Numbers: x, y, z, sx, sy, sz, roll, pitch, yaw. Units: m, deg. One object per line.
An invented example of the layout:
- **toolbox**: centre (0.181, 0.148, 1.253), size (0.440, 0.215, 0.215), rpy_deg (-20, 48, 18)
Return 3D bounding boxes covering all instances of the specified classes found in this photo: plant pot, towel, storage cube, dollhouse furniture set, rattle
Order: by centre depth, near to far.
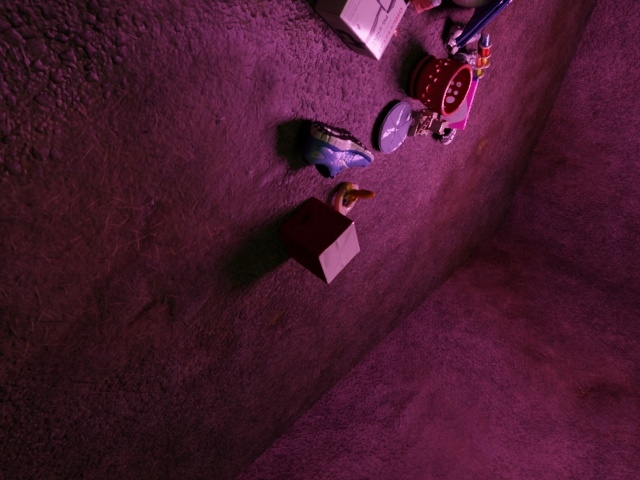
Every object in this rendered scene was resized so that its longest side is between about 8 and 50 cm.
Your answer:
- **towel**: centre (0.601, -0.833, 1.476), size (0.243, 0.040, 0.336), rpy_deg (-33, -159, 54)
- **storage cube**: centre (0.000, 0.000, 1.482), size (0.183, 0.193, 0.215), rpy_deg (-45, 149, -19)
- **plant pot**: centre (0.434, -0.576, 1.563), size (0.191, 0.174, 0.191), rpy_deg (-36, 144, -32)
- **rattle**: centre (0.121, -0.111, 1.608), size (0.130, 0.143, 0.200), rpy_deg (-27, 136, -68)
- **dollhouse furniture set**: centre (0.457, -0.457, 1.721), size (0.182, 0.161, 0.101), rpy_deg (-17, 132, -46)

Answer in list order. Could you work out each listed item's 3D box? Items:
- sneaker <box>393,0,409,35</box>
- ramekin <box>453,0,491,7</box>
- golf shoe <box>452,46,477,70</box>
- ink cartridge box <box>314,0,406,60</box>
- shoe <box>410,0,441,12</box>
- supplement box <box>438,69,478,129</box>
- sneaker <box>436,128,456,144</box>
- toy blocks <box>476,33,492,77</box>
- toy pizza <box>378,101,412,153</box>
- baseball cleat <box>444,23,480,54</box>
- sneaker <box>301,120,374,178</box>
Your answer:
- **sneaker**: centre (0.234, -0.684, 1.307), size (0.118, 0.042, 0.067), rpy_deg (-45, 145, -3)
- **ramekin**: centre (0.505, -0.861, 1.373), size (0.207, 0.207, 0.109), rpy_deg (-50, 158, -10)
- **golf shoe**: centre (0.596, -0.753, 1.737), size (0.198, 0.077, 0.094), rpy_deg (-11, 116, -58)
- **ink cartridge box**: centre (0.115, -0.627, 1.136), size (0.237, 0.100, 0.172), rpy_deg (12, 109, -58)
- **shoe**: centre (0.299, -0.790, 1.282), size (0.063, 0.081, 0.178), rpy_deg (-48, 121, -36)
- **supplement box**: centre (0.569, -0.590, 1.766), size (0.114, 0.111, 0.220), rpy_deg (-73, 171, -50)
- **sneaker**: centre (0.595, -0.548, 1.911), size (0.106, 0.078, 0.234), rpy_deg (-8, 127, -55)
- **toy blocks**: centre (0.698, -0.800, 1.829), size (0.123, 0.054, 0.148), rpy_deg (-57, 151, -19)
- **toy pizza**: centre (0.280, -0.433, 1.623), size (0.201, 0.032, 0.201), rpy_deg (-34, 142, -32)
- **baseball cleat**: centre (0.544, -0.781, 1.646), size (0.206, 0.072, 0.109), rpy_deg (-15, 144, -43)
- **sneaker**: centre (0.050, -0.282, 1.381), size (0.330, 0.130, 0.147), rpy_deg (2, 131, -52)
